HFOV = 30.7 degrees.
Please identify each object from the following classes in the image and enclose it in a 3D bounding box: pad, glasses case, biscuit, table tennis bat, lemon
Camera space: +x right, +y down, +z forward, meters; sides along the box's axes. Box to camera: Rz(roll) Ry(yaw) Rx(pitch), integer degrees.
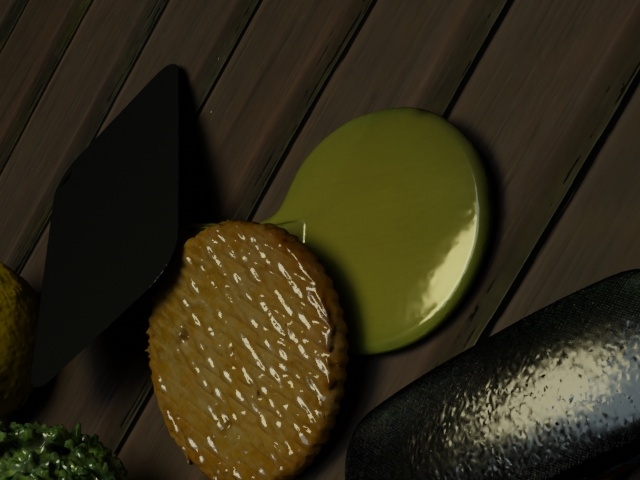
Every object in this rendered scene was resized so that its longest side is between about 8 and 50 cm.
[{"bbox_3d":[-0.189,-0.035,1.272,0.315,0.063,0.375,-42,33,26],"label":"pad"},{"bbox_3d":[0.146,0.133,0.855,0.321,0.082,0.122,-34,50,30],"label":"glasses case"},{"bbox_3d":[-0.070,0.103,1.072,0.254,0.035,0.254,-2,86,42],"label":"biscuit"},{"bbox_3d":[0.000,0.000,1.082,0.368,0.054,0.224,-9,71,37],"label":"table tennis bat"},{"bbox_3d":[-0.396,0.115,1.323,0.180,0.180,0.193,0,51,44],"label":"lemon"}]

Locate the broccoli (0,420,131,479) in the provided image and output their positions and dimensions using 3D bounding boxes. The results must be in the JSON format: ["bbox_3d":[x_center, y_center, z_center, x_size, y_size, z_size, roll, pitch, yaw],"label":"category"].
[{"bbox_3d":[-0.307,0.353,1.069,0.249,0.302,0.375,123,151,-71],"label":"broccoli"}]
